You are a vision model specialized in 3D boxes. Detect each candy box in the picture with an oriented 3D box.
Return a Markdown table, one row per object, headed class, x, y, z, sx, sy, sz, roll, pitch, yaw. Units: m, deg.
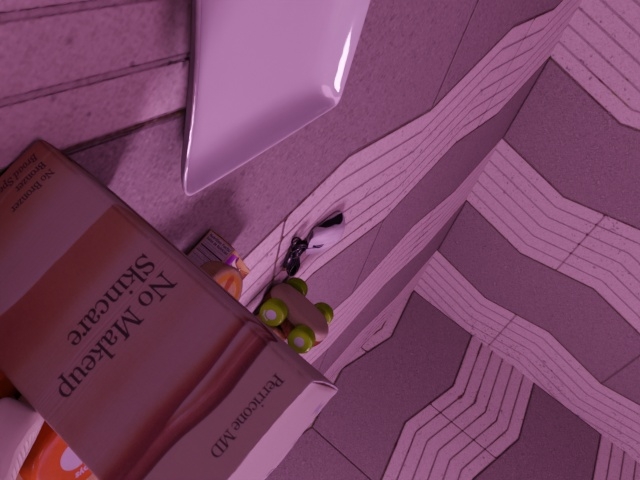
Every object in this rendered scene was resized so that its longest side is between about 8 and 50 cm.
| class | x | y | z | sx | sy | sz | roll | pitch | yaw |
| --- | --- | --- | --- | --- | --- | --- | --- | --- | --- |
| candy box | -0.187 | 0.083 | 0.852 | 0.186 | 0.053 | 0.109 | -47 | 163 | -11 |

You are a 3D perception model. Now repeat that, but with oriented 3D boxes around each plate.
| class | x | y | z | sx | sy | sz | roll | pitch | yaw |
| --- | --- | --- | --- | --- | --- | --- | --- | --- | --- |
| plate | -0.044 | -0.208 | 0.624 | 0.278 | 0.045 | 0.277 | -40 | 161 | -37 |

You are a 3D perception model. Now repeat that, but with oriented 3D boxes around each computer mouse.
| class | x | y | z | sx | sy | sz | roll | pitch | yaw |
| --- | --- | --- | --- | --- | --- | --- | --- | --- | --- |
| computer mouse | 0.000 | 0.000 | 1.216 | 0.193 | 0.042 | 0.106 | -37 | 158 | -43 |

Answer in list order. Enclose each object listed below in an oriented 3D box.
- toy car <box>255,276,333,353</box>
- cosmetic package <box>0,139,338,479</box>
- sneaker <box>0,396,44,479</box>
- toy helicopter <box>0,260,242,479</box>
| class | x | y | z | sx | sy | sz | roll | pitch | yaw |
| --- | --- | --- | --- | --- | --- | --- | --- | --- | --- |
| toy car | -0.089 | 0.192 | 1.242 | 0.188 | 0.149 | 0.155 | -46 | 178 | 23 |
| cosmetic package | -0.149 | 0.075 | 0.481 | 0.153 | 0.296 | 0.129 | -51 | 163 | -8 |
| sneaker | -0.336 | 0.218 | 0.479 | 0.350 | 0.148 | 0.131 | -55 | -160 | 32 |
| toy helicopter | -0.208 | 0.164 | 0.713 | 0.355 | 0.140 | 0.234 | -48 | 143 | -35 |
